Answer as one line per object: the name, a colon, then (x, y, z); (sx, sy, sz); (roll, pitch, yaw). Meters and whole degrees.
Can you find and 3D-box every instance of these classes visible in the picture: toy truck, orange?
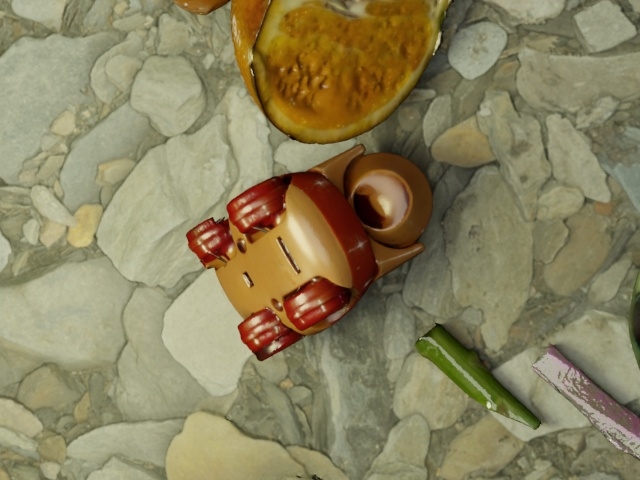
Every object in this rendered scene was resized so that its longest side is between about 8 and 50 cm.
toy truck: (0.000, 0.000, 1.875); (0.189, 0.239, 0.265); (60, 145, 2)
orange: (0.022, -0.271, 1.791); (0.274, 0.274, 0.310); (-7, 86, 14)

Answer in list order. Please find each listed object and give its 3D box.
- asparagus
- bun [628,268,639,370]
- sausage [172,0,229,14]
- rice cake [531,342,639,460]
asparagus: (0.191, 0.172, 1.904); (0.178, 0.041, 0.045); (43, 59, 6)
bun: (0.492, 0.089, 1.765); (0.283, 0.179, 0.283); (3, 96, 34)
sausage: (-0.082, -0.383, 1.879); (0.274, 0.105, 0.105); (-44, 85, 14)
rice cake: (0.338, 0.201, 1.874); (0.207, 0.036, 0.047); (41, 98, 7)
